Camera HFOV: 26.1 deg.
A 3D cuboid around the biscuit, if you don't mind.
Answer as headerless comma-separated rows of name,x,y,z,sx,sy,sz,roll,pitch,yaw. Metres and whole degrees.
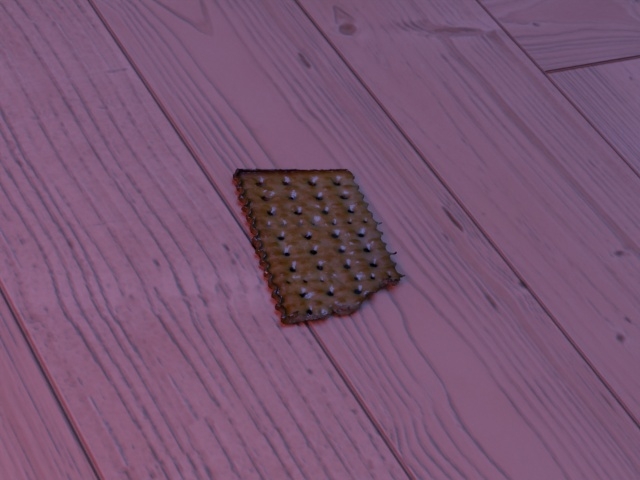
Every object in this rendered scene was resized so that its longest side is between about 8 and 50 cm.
biscuit,0.000,-0.001,1.346,0.144,0.016,0.203,-2,46,-23
